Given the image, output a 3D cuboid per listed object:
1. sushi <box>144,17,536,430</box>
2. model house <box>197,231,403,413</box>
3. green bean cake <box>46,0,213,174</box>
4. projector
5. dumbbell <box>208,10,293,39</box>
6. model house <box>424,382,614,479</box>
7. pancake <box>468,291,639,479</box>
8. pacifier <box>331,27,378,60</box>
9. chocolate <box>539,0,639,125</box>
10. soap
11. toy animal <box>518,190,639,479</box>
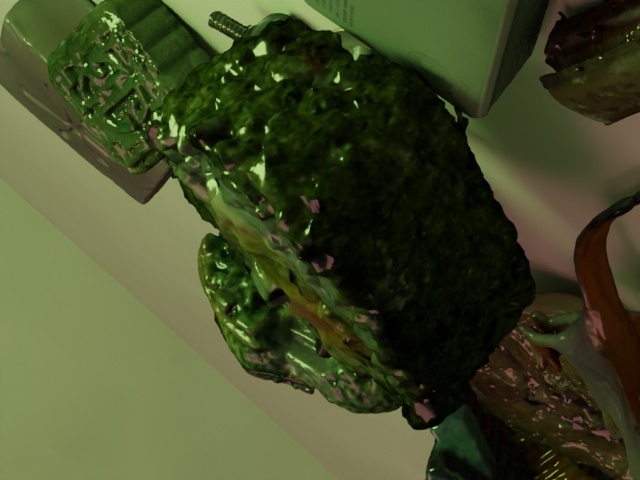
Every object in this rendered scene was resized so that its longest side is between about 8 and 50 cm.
[{"bbox_3d":[0.014,-0.027,1.431,0.294,0.178,0.352,30,161,47],"label":"sushi"},{"bbox_3d":[0.000,0.000,1.748,0.321,0.261,0.266,25,159,22],"label":"model house"},{"bbox_3d":[-0.213,-0.186,1.906,0.183,0.094,0.185,51,139,-5],"label":"green bean cake"},{"bbox_3d":[0.080,-0.218,1.215,0.192,0.099,0.257,34,165,10],"label":"projector"},{"bbox_3d":[-0.007,-0.162,1.620,0.254,0.081,0.081,32,164,20],"label":"dumbbell"},{"bbox_3d":[0.247,0.317,2.114,0.339,0.297,0.360,64,-161,-14],"label":"model house"},{"bbox_3d":[0.326,0.179,1.842,0.387,0.082,0.387,28,160,11],"label":"pancake"},{"bbox_3d":[0.041,-0.161,1.520,0.081,0.078,0.099,18,166,-6],"label":"pacifier"},{"bbox_3d":[0.250,-0.137,1.125,0.102,0.065,0.329,42,163,-12],"label":"chocolate"},{"bbox_3d":[-0.288,-0.193,2.145,0.285,0.107,0.296,41,164,-3],"label":"soap"},{"bbox_3d":[0.266,0.085,1.558,0.284,0.225,0.302,60,157,-13],"label":"toy animal"}]
